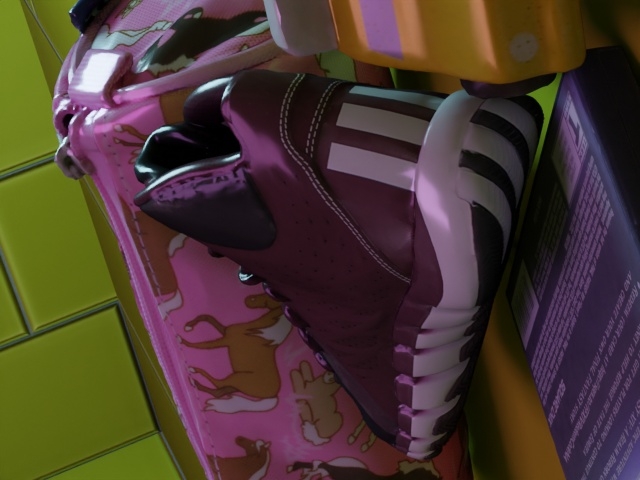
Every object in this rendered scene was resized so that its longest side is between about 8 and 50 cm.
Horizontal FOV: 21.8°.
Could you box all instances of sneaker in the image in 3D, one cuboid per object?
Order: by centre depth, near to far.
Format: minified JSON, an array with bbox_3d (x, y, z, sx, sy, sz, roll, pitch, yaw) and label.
[{"bbox_3d":[0.000,0.000,0.734,0.281,0.163,0.106,94,-165,-62],"label":"sneaker"}]

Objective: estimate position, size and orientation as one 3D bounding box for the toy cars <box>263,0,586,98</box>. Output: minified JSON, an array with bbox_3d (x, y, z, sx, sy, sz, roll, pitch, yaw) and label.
[{"bbox_3d":[-0.018,-0.192,0.656,0.176,0.087,0.393,97,153,-59],"label":"toy cars"}]

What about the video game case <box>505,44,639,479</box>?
[{"bbox_3d":[0.127,0.095,0.607,0.196,0.026,0.274,92,164,-62],"label":"video game case"}]

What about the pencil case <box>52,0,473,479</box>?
[{"bbox_3d":[-0.019,0.037,0.897,0.160,0.167,0.386,-74,-27,-52],"label":"pencil case"}]
